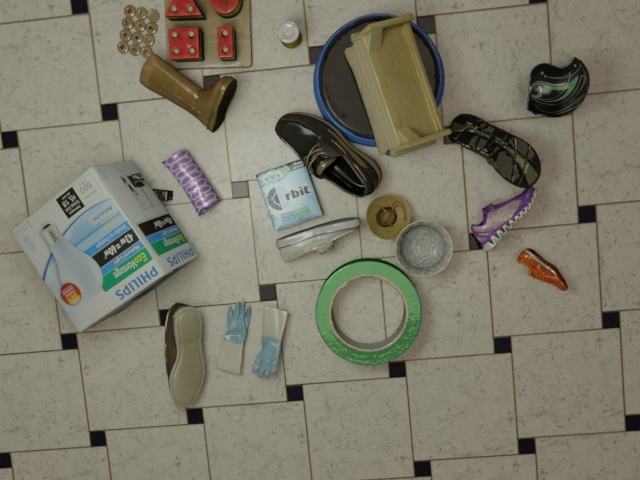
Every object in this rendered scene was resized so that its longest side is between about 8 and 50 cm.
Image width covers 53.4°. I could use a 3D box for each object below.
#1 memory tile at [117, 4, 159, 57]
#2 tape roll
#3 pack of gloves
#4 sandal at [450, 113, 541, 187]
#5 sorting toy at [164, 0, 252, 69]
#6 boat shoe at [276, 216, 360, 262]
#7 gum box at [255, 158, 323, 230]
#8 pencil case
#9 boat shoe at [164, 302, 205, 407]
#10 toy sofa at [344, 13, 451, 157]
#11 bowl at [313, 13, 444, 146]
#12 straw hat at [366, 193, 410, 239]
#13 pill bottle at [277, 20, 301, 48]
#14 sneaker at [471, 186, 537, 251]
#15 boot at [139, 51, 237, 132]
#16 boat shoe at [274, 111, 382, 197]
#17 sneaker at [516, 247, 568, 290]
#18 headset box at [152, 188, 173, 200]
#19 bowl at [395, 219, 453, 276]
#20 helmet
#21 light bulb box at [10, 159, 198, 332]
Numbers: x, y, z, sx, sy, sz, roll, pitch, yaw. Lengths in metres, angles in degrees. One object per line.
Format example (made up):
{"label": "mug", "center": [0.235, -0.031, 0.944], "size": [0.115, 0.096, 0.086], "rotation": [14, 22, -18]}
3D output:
{"label": "memory tile", "center": [-0.555, -0.635, 1.939], "size": [0.113, 0.012, 0.147], "rotation": [13, 96, 2]}
{"label": "tape roll", "center": [0.146, 0.216, 1.948], "size": [0.322, 0.077, 0.321], "rotation": [0, 96, 3]}
{"label": "pack of gloves", "center": [-0.211, 0.310, 2.005], "size": [0.195, 0.046, 0.232], "rotation": [12, 93, 14]}
{"label": "sandal", "center": [0.521, -0.273, 1.879], "size": [0.303, 0.086, 0.120], "rotation": [41, 102, 14]}
{"label": "sorting toy", "center": [-0.340, -0.646, 1.886], "size": [0.257, 0.089, 0.255], "rotation": [-1, 95, 4]}
{"label": "boat shoe", "center": [0.000, 0.000, 1.927], "size": [0.268, 0.096, 0.088], "rotation": [-17, 98, 6]}
{"label": "gum box", "center": [-0.094, -0.140, 1.944], "size": [0.157, 0.041, 0.184], "rotation": [-18, 93, 5]}
{"label": "pencil case", "center": [-0.392, -0.176, 1.942], "size": [0.088, 0.086, 0.206], "rotation": [-31, 92, 29]}
{"label": "boat shoe", "center": [-0.432, 0.356, 1.986], "size": [0.117, 0.097, 0.324], "rotation": [-5, 101, -37]}
{"label": "toy sofa", "center": [0.213, -0.426, 1.785], "size": [0.150, 0.177, 0.362], "rotation": [-21, 94, -20]}
{"label": "bowl", "center": [0.172, -0.472, 1.879], "size": [0.391, 0.077, 0.390], "rotation": [0, 96, 4]}
{"label": "straw hat", "center": [0.196, -0.070, 1.924], "size": [0.145, 0.061, 0.144], "rotation": [0, 89, -15]}
{"label": "pill bottle", "center": [-0.088, -0.598, 1.862], "size": [0.065, 0.116, 0.065], "rotation": [0, 96, 3]}
{"label": "sneaker", "center": [0.539, -0.081, 1.891], "size": [0.104, 0.095, 0.236], "rotation": [43, 97, 6]}
{"label": "boot", "center": [-0.392, -0.458, 1.857], "size": [0.270, 0.089, 0.236], "rotation": [36, 141, -2]}
{"label": "boat shoe", "center": [0.021, -0.250, 1.860], "size": [0.355, 0.130, 0.132], "rotation": [31, 123, -2]}
{"label": "sneaker", "center": [0.669, 0.095, 1.920], "size": [0.175, 0.064, 0.067], "rotation": [40, 116, 4]}
{"label": "headset box", "center": [-0.503, -0.141, 1.959], "size": [0.083, 0.062, 0.032], "rotation": [7, 96, 3]}
{"label": "bowl", "center": [0.306, 0.020, 1.915], "size": [0.170, 0.080, 0.170], "rotation": [0, 96, 2]}
{"label": "helmet", "center": [0.677, -0.435, 1.810], "size": [0.162, 0.169, 0.169], "rotation": [6, 96, 19]}
{"label": "light bulb box", "center": [-0.627, 0.014, 1.870], "size": [0.358, 0.225, 0.361], "rotation": [-33, 92, 19]}
